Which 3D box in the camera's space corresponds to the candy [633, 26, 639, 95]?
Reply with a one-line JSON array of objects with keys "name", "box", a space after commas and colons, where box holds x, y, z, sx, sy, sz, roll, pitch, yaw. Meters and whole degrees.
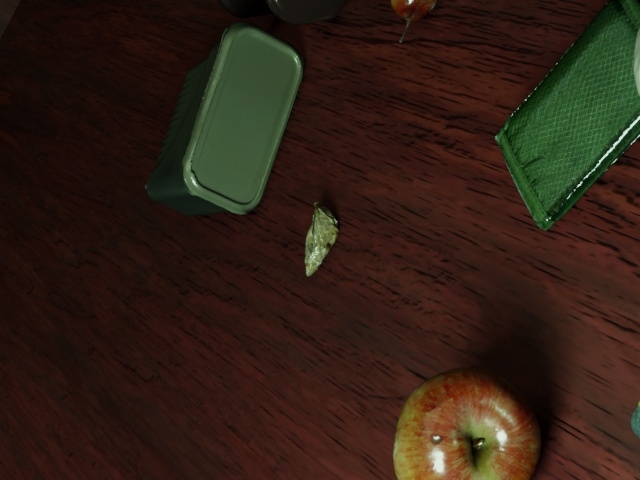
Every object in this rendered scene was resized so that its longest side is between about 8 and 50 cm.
[{"name": "candy", "box": [0.443, -0.203, 1.210, 0.426, 0.186, 0.386, -30, 40, 3]}]

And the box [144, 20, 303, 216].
[{"name": "box", "box": [-0.147, -0.168, 2.289, 0.178, 0.138, 0.274, -13, 55, 59]}]

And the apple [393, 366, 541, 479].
[{"name": "apple", "box": [0.138, 0.197, 1.523, 0.131, 0.146, 0.146, 140, 153, -80]}]

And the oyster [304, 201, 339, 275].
[{"name": "oyster", "box": [0.000, 0.000, 2.029, 0.081, 0.038, 0.083, -106, 25, -64]}]

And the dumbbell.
[{"name": "dumbbell", "box": [-0.061, -0.388, 2.324, 0.225, 0.140, 0.124, 22, 121, 61]}]

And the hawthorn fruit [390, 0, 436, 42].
[{"name": "hawthorn fruit", "box": [0.120, -0.305, 2.054, 0.066, 0.066, 0.103, -15, 65, 52]}]

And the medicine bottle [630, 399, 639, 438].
[{"name": "medicine bottle", "box": [0.377, 0.061, 1.257, 0.293, 0.141, 0.141, -59, 29, 3]}]

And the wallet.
[{"name": "wallet", "box": [0.286, -0.138, 1.658, 0.236, 0.055, 0.160, -52, 33, 30]}]
